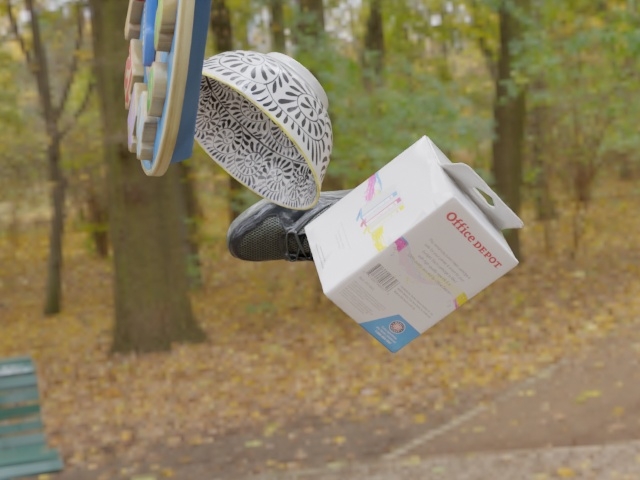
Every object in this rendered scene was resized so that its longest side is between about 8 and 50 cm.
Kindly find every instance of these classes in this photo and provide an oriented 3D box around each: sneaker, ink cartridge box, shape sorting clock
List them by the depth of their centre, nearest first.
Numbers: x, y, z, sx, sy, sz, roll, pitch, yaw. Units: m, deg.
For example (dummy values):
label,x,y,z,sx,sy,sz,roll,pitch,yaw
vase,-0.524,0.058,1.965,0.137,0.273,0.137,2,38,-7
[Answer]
label,x,y,z,sx,sy,sz,roll,pitch,yaw
shape sorting clock,-0.086,-0.137,0.697,0.040,0.206,0.206,0,3,-11
ink cartridge box,0.076,-0.002,1.023,0.143,0.092,0.090,-37,36,14
sneaker,0.000,0.000,1.639,0.228,0.087,0.130,-6,33,-10

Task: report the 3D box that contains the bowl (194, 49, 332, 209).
label,x,y,z,sx,sy,sz,roll,pitch,yaw
bowl,-0.045,-0.114,1.168,0.080,0.170,0.170,-50,23,-19
